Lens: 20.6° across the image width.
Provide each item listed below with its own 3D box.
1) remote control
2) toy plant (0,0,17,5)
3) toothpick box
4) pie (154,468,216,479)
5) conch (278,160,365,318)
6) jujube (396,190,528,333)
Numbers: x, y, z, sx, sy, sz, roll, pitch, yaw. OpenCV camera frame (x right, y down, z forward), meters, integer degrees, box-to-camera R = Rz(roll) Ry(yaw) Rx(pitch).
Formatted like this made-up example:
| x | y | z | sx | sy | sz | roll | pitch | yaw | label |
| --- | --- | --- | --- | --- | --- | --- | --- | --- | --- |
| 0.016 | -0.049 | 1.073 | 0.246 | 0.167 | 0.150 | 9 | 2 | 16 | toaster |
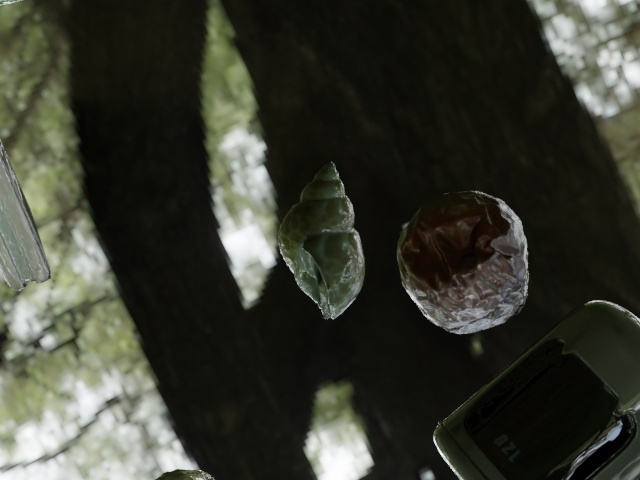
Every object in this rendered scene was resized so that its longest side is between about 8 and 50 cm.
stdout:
| x | y | z | sx | sy | sz | roll | pitch | yaw | label |
| --- | --- | --- | --- | --- | --- | --- | --- | --- | --- |
| -0.352 | -0.073 | 1.830 | 0.055 | 0.277 | 0.103 | -21 | -131 | -6 | remote control |
| -0.481 | -0.261 | 1.868 | 0.317 | 0.211 | 0.356 | 4 | -141 | 34 | toy plant |
| 0.316 | 0.212 | 2.125 | 0.316 | 0.229 | 0.229 | -42 | -160 | 1 | toothpick box |
| -0.151 | 0.380 | 1.663 | 0.077 | 0.339 | 0.339 | 6 | -151 | 17 | pie |
| 0.007 | 0.012 | 2.208 | 0.106 | 0.116 | 0.173 | -24 | -117 | -3 | conch |
| 0.241 | 0.042 | 2.782 | 0.216 | 0.216 | 0.342 | -21 | 158 | 12 | jujube |
